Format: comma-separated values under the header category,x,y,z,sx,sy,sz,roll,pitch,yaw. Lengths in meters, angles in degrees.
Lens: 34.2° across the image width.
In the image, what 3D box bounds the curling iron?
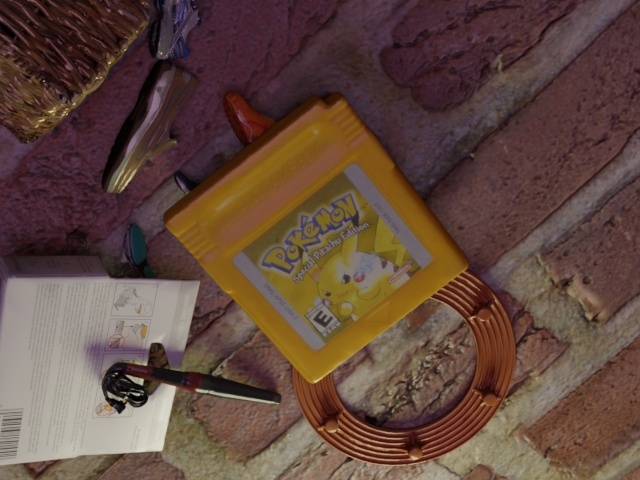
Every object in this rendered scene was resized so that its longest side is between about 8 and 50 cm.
category,x,y,z,sx,sy,sz,roll,pitch,yaw
curling iron,-0.179,0.210,1.459,0.274,0.035,0.068,8,111,-30

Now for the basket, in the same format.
category,x,y,z,sx,sy,sz,roll,pitch,yaw
basket,-0.381,-0.301,1.263,0.299,0.223,0.213,41,66,-17

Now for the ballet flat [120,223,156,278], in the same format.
category,x,y,z,sx,sy,sz,roll,pitch,yaw
ballet flat,-0.253,0.033,1.420,0.041,0.041,0.114,-18,108,-1

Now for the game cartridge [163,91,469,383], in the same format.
category,x,y,z,sx,sy,sz,roll,pitch,yaw
game cartridge,0.000,0.000,1.387,0.285,0.053,0.324,-38,116,5

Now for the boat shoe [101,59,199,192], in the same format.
category,x,y,z,sx,sy,sz,roll,pitch,yaw
boat shoe,-0.218,-0.138,1.355,0.072,0.068,0.190,25,103,-26

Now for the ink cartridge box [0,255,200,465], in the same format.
category,x,y,z,sx,sy,sz,roll,pitch,yaw
ink cartridge box,-0.322,0.164,1.420,0.261,0.066,0.296,1,117,-29

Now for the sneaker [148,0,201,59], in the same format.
category,x,y,z,sx,sy,sz,roll,pitch,yaw
sneaker,-0.180,-0.295,1.318,0.058,0.052,0.135,5,102,-31

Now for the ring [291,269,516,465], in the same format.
category,x,y,z,sx,sy,sz,roll,pitch,yaw
ring,0.126,0.185,1.522,0.336,0.032,0.337,-2,109,-6

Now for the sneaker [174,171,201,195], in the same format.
category,x,y,z,sx,sy,sz,roll,pitch,yaw
sneaker,-0.162,-0.067,1.405,0.035,0.031,0.083,-48,112,-5

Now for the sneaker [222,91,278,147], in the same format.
category,x,y,z,sx,sy,sz,roll,pitch,yaw
sneaker,-0.065,-0.136,1.383,0.067,0.064,0.175,-45,116,-7
